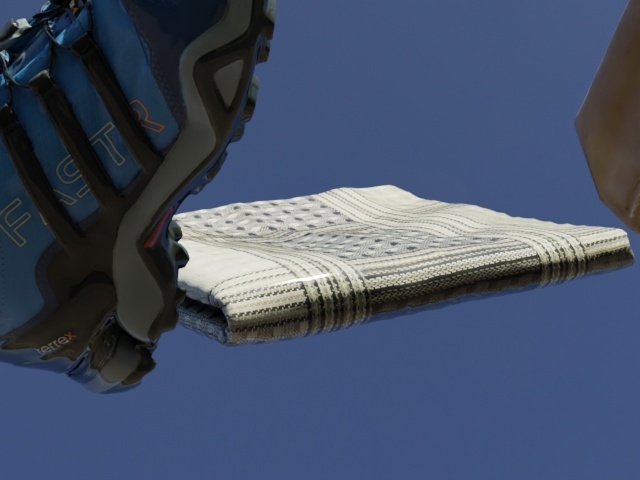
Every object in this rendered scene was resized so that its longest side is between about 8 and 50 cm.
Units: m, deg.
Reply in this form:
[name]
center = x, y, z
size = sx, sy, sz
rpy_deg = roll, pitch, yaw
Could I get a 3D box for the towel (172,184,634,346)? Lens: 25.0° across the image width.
[towel]
center = 0.000, 0.000, 1.002
size = 0.312, 0.324, 0.056
rpy_deg = -9, -79, -29

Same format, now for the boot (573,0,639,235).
[boot]
center = 0.148, -0.133, 0.563
size = 0.089, 0.236, 0.270
rpy_deg = -25, -34, -33

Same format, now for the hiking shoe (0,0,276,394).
[hiking shoe]
center = -0.108, -0.066, 0.655
size = 0.132, 0.113, 0.304
rpy_deg = 10, -70, -22
